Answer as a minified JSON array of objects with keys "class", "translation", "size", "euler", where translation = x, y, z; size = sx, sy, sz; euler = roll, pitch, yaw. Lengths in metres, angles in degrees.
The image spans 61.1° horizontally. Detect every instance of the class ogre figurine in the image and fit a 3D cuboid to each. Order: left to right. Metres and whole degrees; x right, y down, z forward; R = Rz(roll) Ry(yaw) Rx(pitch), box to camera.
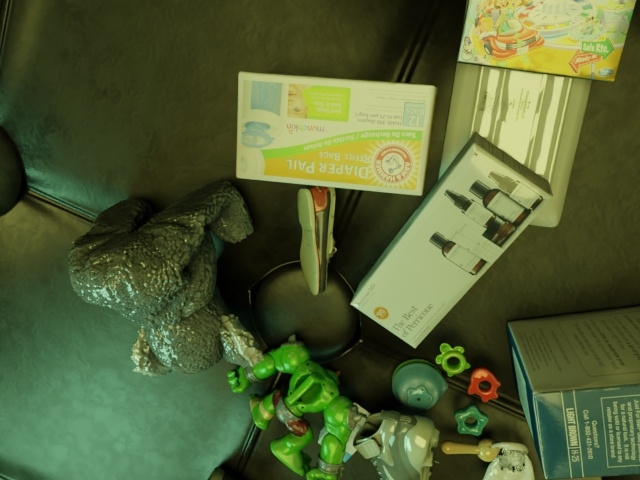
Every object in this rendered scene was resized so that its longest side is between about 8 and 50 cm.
[{"class":"ogre figurine","translation":[-0.026,0.213,0.696],"size":[0.118,0.096,0.197],"euler":[-49,48,13]}]

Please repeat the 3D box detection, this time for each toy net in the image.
[{"class":"toy net","translation":[0.202,0.231,0.692],"size":[0.232,0.045,0.122],"euler":[45,106,-5]}]

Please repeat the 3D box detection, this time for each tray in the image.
[{"class":"tray","translation":[0.216,-0.150,0.591],"size":[0.145,0.030,0.271],"euler":[8,106,9]}]

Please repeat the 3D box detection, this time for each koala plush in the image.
[{"class":"koala plush","translation":[-0.176,0.072,0.655],"size":[0.196,0.203,0.222],"euler":[-9,115,13]}]

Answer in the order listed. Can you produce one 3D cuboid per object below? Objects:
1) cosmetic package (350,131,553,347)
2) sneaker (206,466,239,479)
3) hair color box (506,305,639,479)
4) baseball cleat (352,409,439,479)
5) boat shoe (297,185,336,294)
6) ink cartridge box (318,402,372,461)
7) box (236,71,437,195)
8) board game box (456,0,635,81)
[{"class":"cosmetic package","translation":[0.139,0.007,0.611],"size":[0.098,0.060,0.239],"euler":[35,119,2]},{"class":"sneaker","translation":[-0.159,0.452,0.798],"size":[0.118,0.083,0.222],"euler":[31,107,1]},{"class":"hair color box","translation":[0.389,0.141,0.562],"size":[0.346,0.174,0.105],"euler":[-10,104,13]},{"class":"baseball cleat","translation":[0.095,0.289,0.704],"size":[0.109,0.072,0.206],"euler":[15,124,18]},{"class":"boat shoe","translation":[0.000,0.000,0.666],"size":[0.043,0.049,0.137],"euler":[-11,106,-27]},{"class":"ink cartridge box","translation":[0.041,0.252,0.734],"size":[0.048,0.028,0.083],"euler":[37,108,-2]},{"class":"box","translation":[0.020,-0.120,0.597],"size":[0.202,0.103,0.114],"euler":[6,106,9]},{"class":"board game box","translation":[0.223,-0.221,0.540],"size":[0.153,0.026,0.104],"euler":[10,106,8]}]
